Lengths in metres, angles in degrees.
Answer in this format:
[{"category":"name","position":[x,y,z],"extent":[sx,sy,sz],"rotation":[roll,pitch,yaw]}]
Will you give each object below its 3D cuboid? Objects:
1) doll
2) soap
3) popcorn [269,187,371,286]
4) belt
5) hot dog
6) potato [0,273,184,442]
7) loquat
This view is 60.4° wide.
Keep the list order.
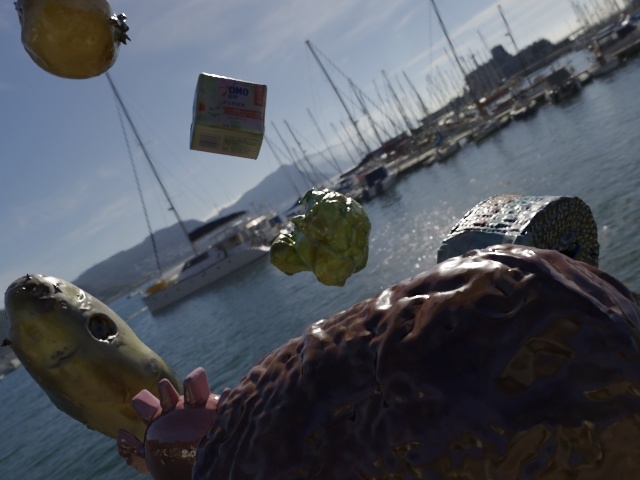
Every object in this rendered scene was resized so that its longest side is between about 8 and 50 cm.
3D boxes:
[{"category":"doll","position":[-0.132,0.249,0.634],"extent":[0.262,0.211,0.093],"rotation":[-13,16,29]},{"category":"soap","position":[-0.257,-0.346,1.538],"extent":[0.200,0.182,0.138],"rotation":[6,-26,-14]},{"category":"popcorn","position":[0.000,0.000,1.051],"extent":[0.213,0.197,0.198],"rotation":[-19,4,-9]},{"category":"belt","position":[0.293,0.044,0.806],"extent":[0.257,0.207,0.150],"rotation":[-40,25,-29]},{"category":"hot dog","position":[0.077,0.167,0.430],"extent":[0.388,0.266,0.174],"rotation":[-31,-19,21]},{"category":"potato","position":[-0.314,0.166,0.753],"extent":[0.141,0.296,0.192],"rotation":[-45,25,-23]},{"category":"loquat","position":[-0.564,-0.487,1.266],"extent":[0.244,0.243,0.244],"rotation":[-29,5,3]}]
